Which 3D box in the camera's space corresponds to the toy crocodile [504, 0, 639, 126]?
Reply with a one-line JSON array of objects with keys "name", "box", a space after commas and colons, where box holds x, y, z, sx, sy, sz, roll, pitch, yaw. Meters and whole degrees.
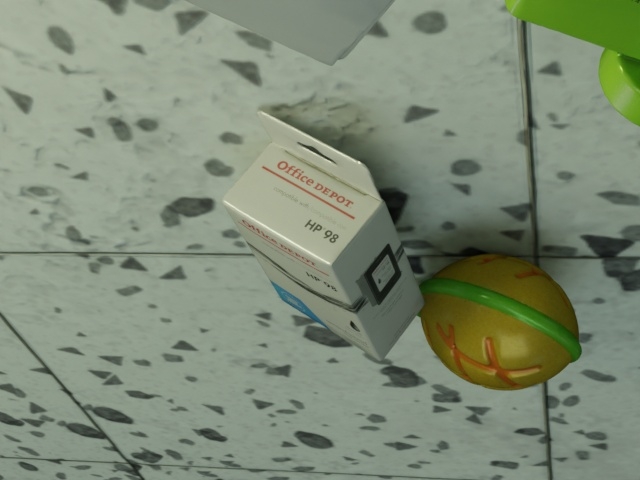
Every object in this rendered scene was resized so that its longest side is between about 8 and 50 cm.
[{"name": "toy crocodile", "box": [0.255, -0.110, 0.604, 0.340, 0.105, 0.115, 14, 150, -2]}]

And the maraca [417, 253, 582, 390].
[{"name": "maraca", "box": [0.127, 0.063, 0.919, 0.127, 0.099, 0.185, 32, 168, -13]}]

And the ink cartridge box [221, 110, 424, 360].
[{"name": "ink cartridge box", "box": [0.000, 0.000, 0.830, 0.104, 0.060, 0.180, 30, 162, 31]}]

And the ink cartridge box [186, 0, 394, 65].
[{"name": "ink cartridge box", "box": [-0.053, -0.184, 0.487, 0.203, 0.148, 0.086, 20, 146, -22]}]
